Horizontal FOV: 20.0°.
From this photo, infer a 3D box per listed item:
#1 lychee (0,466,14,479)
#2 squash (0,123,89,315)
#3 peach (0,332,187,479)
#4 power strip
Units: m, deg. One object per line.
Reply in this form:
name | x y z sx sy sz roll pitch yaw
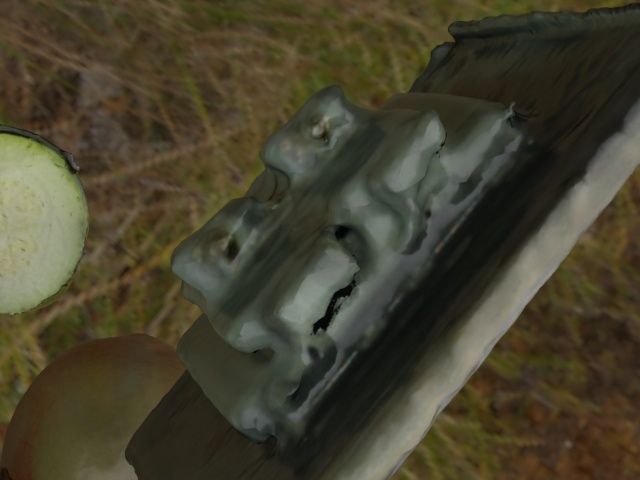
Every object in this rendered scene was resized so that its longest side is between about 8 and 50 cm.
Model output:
lychee | -0.303 0.243 1.384 0.188 0.188 0.188 -17 121 -30
squash | -0.240 0.017 1.419 0.137 0.137 0.287 -42 172 -14
peach | -0.182 0.229 1.681 0.247 0.292 0.292 -14 125 3
power strip | 0.000 0.000 0.540 0.064 0.213 0.198 40 84 -12
